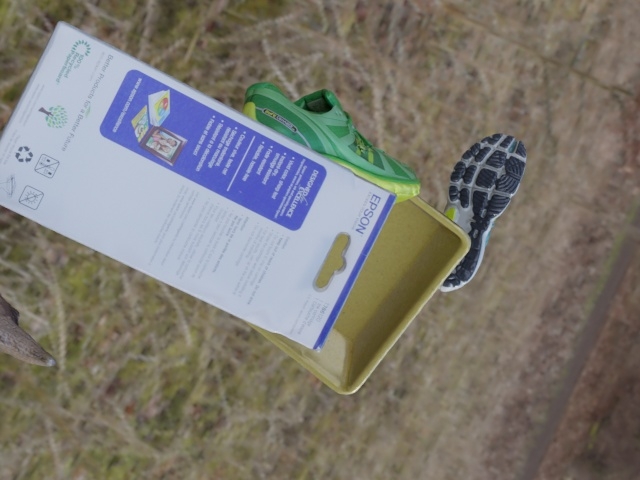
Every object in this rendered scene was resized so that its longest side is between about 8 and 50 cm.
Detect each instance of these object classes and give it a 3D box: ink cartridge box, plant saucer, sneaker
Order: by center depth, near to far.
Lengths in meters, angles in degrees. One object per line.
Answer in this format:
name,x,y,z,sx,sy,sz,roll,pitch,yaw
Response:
ink cartridge box,-0.115,-0.043,1.011,0.165,0.333,0.065,-63,-168,-1
sneaker,0.020,-0.107,1.301,0.295,0.109,0.123,17,69,-51
plant saucer,0.000,0.000,1.570,0.332,0.333,0.081,-55,175,33
sneaker,0.245,-0.047,1.861,0.275,0.107,0.110,-64,169,0

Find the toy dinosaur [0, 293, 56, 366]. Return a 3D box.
toy dinosaur,-0.267,0.071,0.680,0.200,0.296,0.127,49,30,-62
